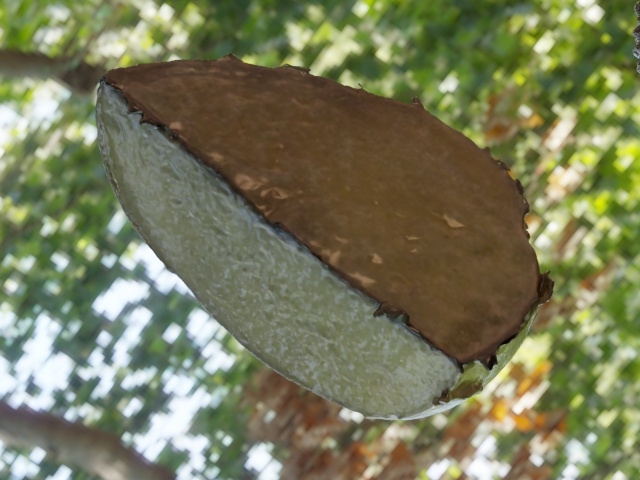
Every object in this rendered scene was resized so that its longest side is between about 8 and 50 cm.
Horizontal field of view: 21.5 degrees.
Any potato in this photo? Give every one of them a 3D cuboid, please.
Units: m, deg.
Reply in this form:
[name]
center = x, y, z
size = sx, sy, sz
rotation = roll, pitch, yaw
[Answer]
[potato]
center = 0.000, 0.000, 0.628
size = 0.172, 0.089, 0.100
rotation = 35, -132, 14

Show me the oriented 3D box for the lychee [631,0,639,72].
[lychee]
center = 0.401, -0.202, 1.480
size = 0.271, 0.271, 0.271
rotation = 32, -159, -14
